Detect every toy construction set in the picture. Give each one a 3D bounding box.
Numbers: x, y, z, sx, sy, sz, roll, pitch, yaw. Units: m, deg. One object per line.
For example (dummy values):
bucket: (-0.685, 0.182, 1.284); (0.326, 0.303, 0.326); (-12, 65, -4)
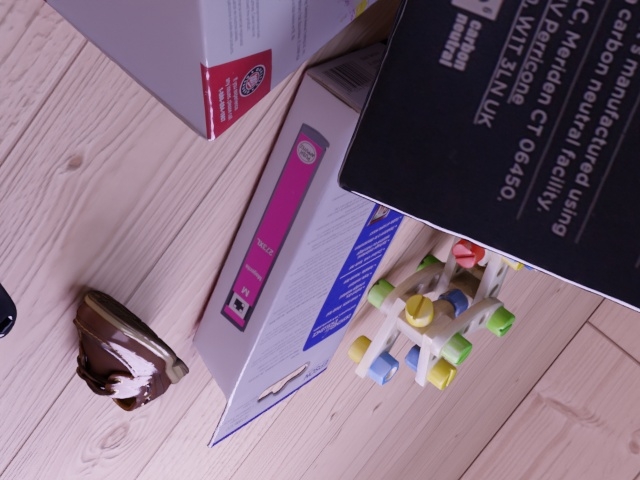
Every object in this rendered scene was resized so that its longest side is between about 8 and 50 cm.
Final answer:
toy construction set: (0.158, 0.012, 1.446); (0.215, 0.151, 0.327); (-35, 167, -36)

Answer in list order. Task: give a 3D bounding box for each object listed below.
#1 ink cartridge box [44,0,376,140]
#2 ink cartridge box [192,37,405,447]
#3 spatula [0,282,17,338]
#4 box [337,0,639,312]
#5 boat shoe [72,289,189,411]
ink cartridge box: (-0.035, -0.167, 0.674); (0.176, 0.127, 0.128); (-42, 160, -21)
ink cartridge box: (0.000, 0.000, 1.170); (0.176, 0.069, 0.371); (-29, 150, -48)
spatula: (-0.206, -0.011, 0.739); (0.084, 0.030, 0.296); (-47, 161, -15)
box: (0.309, -0.099, 0.809); (0.480, 0.472, 0.297); (-38, 148, -75)
boat shoe: (-0.141, 0.086, 1.018); (0.060, 0.064, 0.178); (-48, 164, -9)
